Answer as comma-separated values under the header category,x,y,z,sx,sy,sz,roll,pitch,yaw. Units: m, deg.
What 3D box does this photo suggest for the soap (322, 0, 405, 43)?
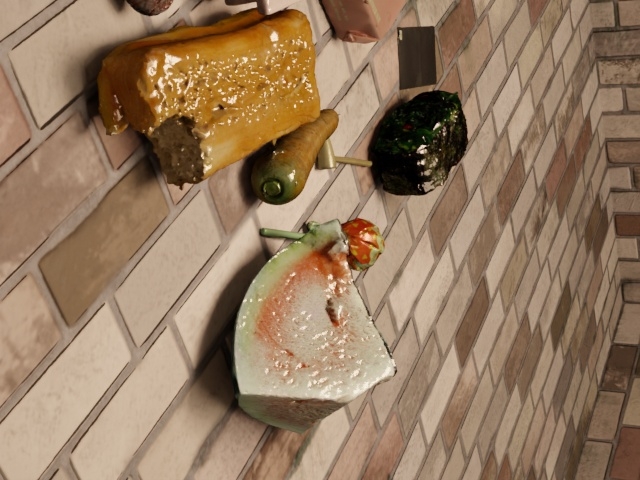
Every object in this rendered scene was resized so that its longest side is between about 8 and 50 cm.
category,x,y,z,sx,sy,sz,roll,pitch,yaw
soap,0.050,-0.453,1.600,0.273,0.098,0.218,61,43,-45

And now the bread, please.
category,x,y,z,sx,sy,sz,roll,pitch,yaw
bread,-0.127,-0.174,1.269,0.380,0.109,0.185,-34,126,-56

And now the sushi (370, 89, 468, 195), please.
category,x,y,z,sx,sy,sz,roll,pitch,yaw
sushi,0.178,-0.179,1.846,0.225,0.124,0.127,-49,134,-43

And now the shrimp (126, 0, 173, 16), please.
category,x,y,z,sx,sy,sz,roll,pitch,yaw
shrimp,-0.201,-0.347,1.155,0.073,0.075,0.190,-15,96,-29

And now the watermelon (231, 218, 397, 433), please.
category,x,y,z,sx,sy,sz,roll,pitch,yaw
watermelon,-0.009,0.144,1.404,0.289,0.214,0.319,-21,123,-59

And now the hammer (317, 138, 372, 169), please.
category,x,y,z,sx,sy,sz,roll,pitch,yaw
hammer,0.041,-0.141,1.698,0.195,0.028,0.060,-2,85,-66

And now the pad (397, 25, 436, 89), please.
category,x,y,z,sx,sy,sz,roll,pitch,yaw
pad,0.186,-0.350,1.982,0.193,0.004,0.116,-23,113,-62

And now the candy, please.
category,x,y,z,sx,sy,sz,roll,pitch,yaw
candy,-0.001,0.001,1.590,0.288,0.078,0.084,6,124,-53

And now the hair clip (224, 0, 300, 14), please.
category,x,y,z,sx,sy,sz,roll,pitch,yaw
hair clip,0.013,-0.381,1.395,0.331,0.101,0.085,-35,131,-36

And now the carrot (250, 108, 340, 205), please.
category,x,y,z,sx,sy,sz,roll,pitch,yaw
carrot,-0.023,-0.141,1.526,0.298,0.078,0.078,-56,139,-56
